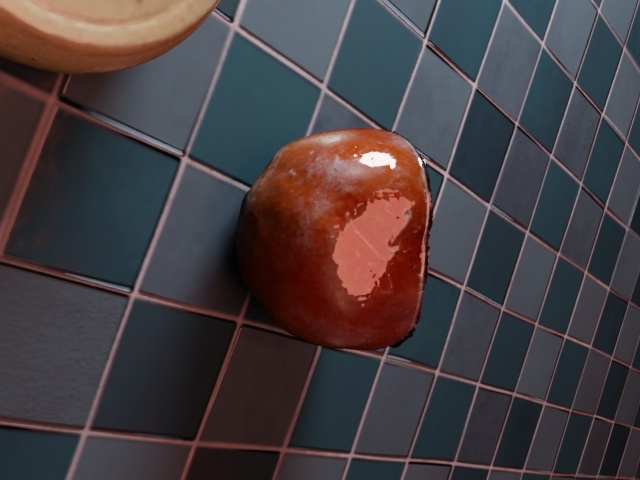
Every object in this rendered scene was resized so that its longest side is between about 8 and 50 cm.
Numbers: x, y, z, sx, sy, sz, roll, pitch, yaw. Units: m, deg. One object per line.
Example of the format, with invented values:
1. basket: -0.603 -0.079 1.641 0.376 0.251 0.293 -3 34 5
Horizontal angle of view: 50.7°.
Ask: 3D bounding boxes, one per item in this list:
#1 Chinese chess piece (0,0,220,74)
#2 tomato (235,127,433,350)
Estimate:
1. Chinese chess piece: -0.165 -0.235 0.435 0.250 0.103 0.249 -11 107 -42
2. tomato: 0.000 0.000 0.635 0.155 0.181 0.213 -2 95 -26
